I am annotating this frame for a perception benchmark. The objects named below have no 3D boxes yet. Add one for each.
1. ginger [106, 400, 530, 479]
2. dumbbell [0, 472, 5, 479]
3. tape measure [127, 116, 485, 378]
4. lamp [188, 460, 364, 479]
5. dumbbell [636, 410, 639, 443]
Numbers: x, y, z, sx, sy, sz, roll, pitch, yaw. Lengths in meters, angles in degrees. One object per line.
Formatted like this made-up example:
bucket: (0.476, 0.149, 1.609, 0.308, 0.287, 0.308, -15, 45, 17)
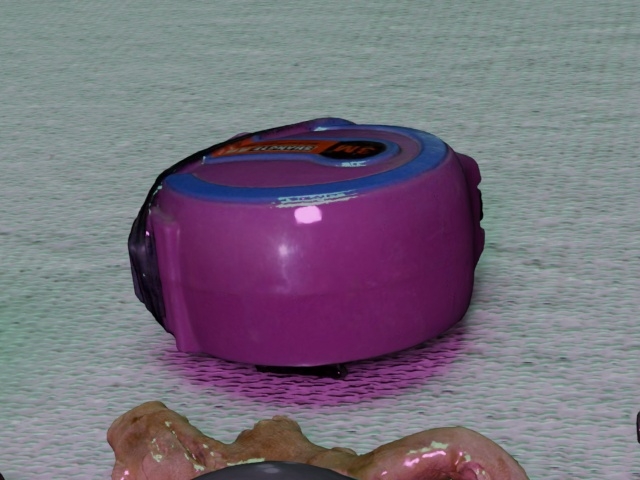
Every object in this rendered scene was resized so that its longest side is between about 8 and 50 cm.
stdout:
ginger: (-0.002, 0.134, 0.983, 0.288, 0.075, 0.089, 2, 21, 24)
dumbbell: (-0.256, 0.091, 0.936, 0.140, 0.225, 0.124, 8, 30, 23)
tape measure: (0.000, 0.000, 1.177, 0.232, 0.149, 0.245, 5, 20, 28)
lamp: (0.013, 0.166, 0.788, 0.182, 0.182, 0.314, 9, 24, 29)
dumbbell: (0.311, 0.099, 0.967, 0.254, 0.081, 0.081, -4, 26, 3)
